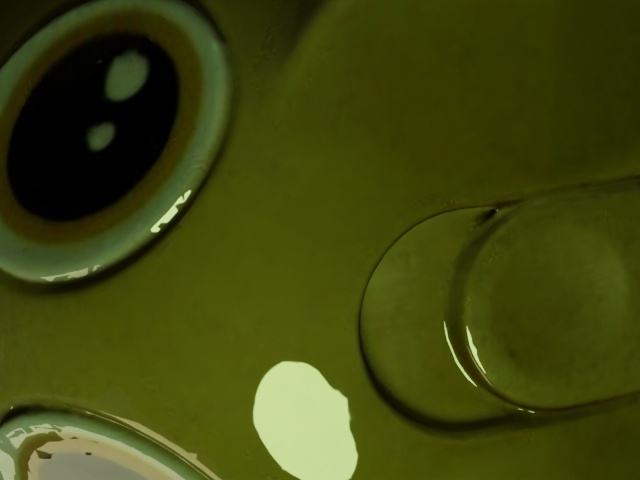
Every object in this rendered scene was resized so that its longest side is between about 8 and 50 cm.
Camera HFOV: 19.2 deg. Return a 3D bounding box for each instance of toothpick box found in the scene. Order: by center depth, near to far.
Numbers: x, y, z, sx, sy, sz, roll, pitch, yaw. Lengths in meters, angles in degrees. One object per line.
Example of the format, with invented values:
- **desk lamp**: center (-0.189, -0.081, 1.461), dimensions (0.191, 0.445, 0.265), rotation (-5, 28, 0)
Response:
- **toothpick box**: center (0.000, 0.000, 0.894), dimensions (0.409, 0.409, 0.425), rotation (27, 175, -27)
